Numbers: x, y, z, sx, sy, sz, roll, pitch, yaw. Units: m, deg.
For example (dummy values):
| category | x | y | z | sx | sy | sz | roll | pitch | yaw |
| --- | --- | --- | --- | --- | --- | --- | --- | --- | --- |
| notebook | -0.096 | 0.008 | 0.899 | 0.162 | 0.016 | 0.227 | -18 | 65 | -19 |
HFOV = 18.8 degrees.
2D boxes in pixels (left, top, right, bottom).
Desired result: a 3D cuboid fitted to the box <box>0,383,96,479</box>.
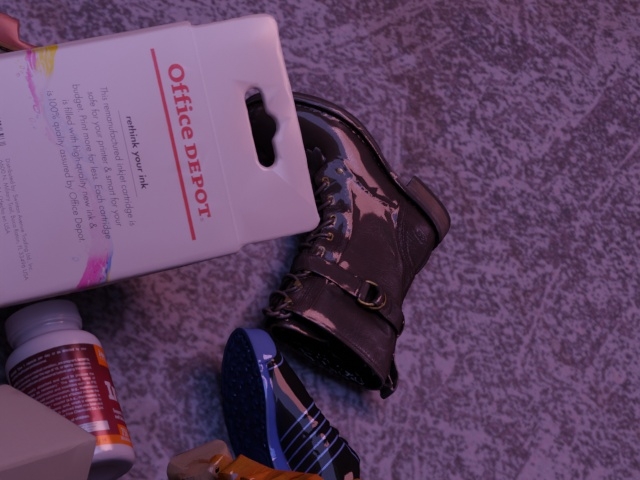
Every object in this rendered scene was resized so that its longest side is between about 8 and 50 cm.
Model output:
| category | x | y | z | sx | sy | sz | roll | pitch | yaw |
| --- | --- | --- | --- | --- | --- | --- | --- | --- | --- |
| box | -0.303 | 0.190 | 1.458 | 0.113 | 0.094 | 0.275 | 27 | 19 | 30 |

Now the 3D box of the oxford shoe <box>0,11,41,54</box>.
| category | x | y | z | sx | sy | sz | roll | pitch | yaw |
| --- | --- | --- | --- | --- | --- | --- | --- | --- | --- |
| oxford shoe | -0.241 | -0.105 | 1.759 | 0.348 | 0.123 | 0.130 | 21 | 72 | -11 |

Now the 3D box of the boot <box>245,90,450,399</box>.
| category | x | y | z | sx | sy | sz | roll | pitch | yaw |
| --- | --- | --- | --- | --- | --- | --- | --- | --- | --- |
| boot | 0.000 | 0.000 | 1.824 | 0.263 | 0.091 | 0.229 | 36 | 50 | -7 |

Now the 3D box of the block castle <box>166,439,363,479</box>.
| category | x | y | z | sx | sy | sz | roll | pitch | yaw |
| --- | --- | --- | --- | --- | --- | --- | --- | --- | --- |
| block castle | -0.110 | 0.363 | 1.389 | 0.453 | 0.303 | 0.213 | -40 | 119 | -34 |

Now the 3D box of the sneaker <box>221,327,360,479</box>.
| category | x | y | z | sx | sy | sz | roll | pitch | yaw |
| --- | --- | --- | --- | --- | --- | --- | --- | --- | --- |
| sneaker | -0.018 | 0.184 | 1.712 | 0.090 | 0.081 | 0.232 | -5 | 71 | -34 |

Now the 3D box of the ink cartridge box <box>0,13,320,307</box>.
| category | x | y | z | sx | sy | sz | roll | pitch | yaw |
| --- | --- | --- | --- | --- | --- | --- | --- | --- | --- |
| ink cartridge box | -0.198 | -0.064 | 1.646 | 0.353 | 0.119 | 0.207 | -12 | 90 | -18 |

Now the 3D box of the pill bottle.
| category | x | y | z | sx | sy | sz | roll | pitch | yaw |
| --- | --- | --- | --- | --- | --- | --- | --- | --- | --- |
| pill bottle | -0.216 | 0.130 | 1.627 | 0.086 | 0.086 | 0.152 | -6 | 65 | -31 |
